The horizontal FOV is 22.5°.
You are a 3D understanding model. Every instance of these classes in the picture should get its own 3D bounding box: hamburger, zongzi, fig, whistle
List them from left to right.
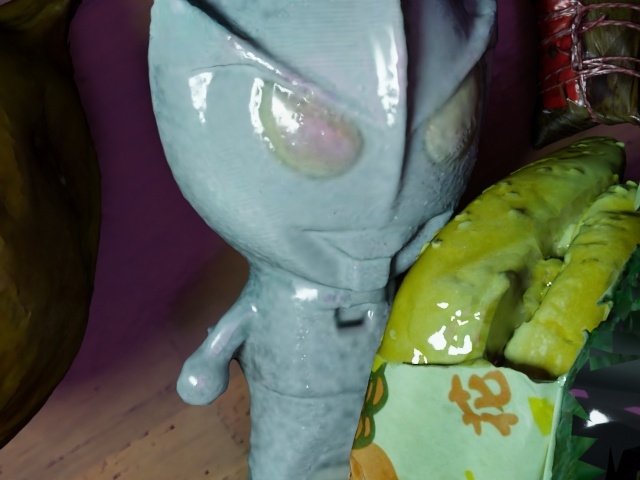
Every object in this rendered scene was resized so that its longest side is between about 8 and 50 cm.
[{"bbox_3d":[-0.129,-0.026,0.648,0.290,0.190,0.191,-35,103,-20],"label":"fig"},{"bbox_3d":[0.000,0.000,0.689,0.142,0.133,0.346,-18,118,-45],"label":"whistle"},{"bbox_3d":[0.106,0.032,0.650,0.125,0.214,0.235,17,126,19],"label":"hamburger"},{"bbox_3d":[0.126,-0.073,0.712,0.067,0.073,0.083,7,100,-27],"label":"zongzi"}]
